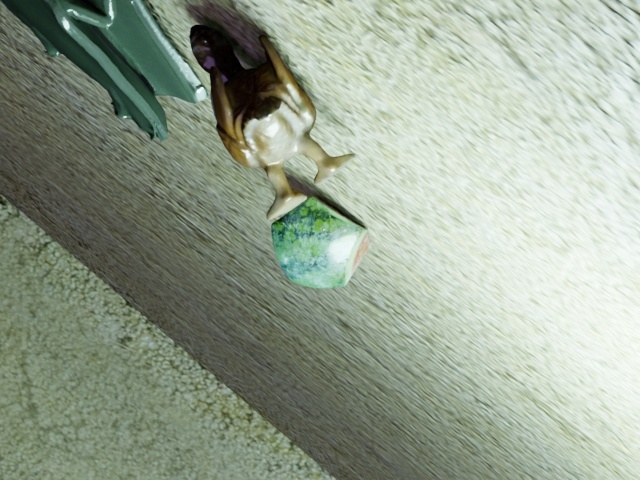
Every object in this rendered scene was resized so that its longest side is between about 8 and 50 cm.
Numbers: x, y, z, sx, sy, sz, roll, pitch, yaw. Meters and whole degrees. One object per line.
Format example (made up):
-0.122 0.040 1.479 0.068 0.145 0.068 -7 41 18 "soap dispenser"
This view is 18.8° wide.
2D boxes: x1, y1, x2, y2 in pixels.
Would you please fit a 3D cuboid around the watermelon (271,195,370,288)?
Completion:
0.002 0.004 1.829 0.084 0.092 0.072 46 -150 21 "watermelon"

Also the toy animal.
-0.056 -0.116 1.559 0.179 0.089 0.188 55 176 8 "toy animal"

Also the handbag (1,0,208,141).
-0.242 -0.222 1.763 0.247 0.079 0.260 37 170 28 "handbag"
